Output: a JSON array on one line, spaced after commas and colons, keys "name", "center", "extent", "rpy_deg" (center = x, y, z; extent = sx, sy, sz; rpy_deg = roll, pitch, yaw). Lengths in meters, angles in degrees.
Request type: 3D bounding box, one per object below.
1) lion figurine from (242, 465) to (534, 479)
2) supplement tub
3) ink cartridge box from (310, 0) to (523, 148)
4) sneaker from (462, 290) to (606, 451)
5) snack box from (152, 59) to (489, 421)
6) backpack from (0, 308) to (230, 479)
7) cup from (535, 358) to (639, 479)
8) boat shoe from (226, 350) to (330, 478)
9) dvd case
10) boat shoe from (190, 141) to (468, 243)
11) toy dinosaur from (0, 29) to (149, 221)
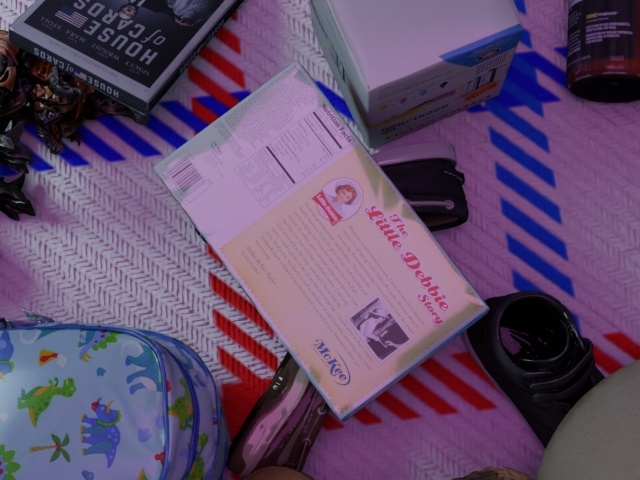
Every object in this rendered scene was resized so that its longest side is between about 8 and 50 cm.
[{"name": "lion figurine", "center": [0.023, 0.302, 1.237], "extent": [0.392, 0.142, 0.240], "rpy_deg": [12, 93, 20]}, {"name": "supplement tub", "center": [0.327, -0.259, 1.410], "extent": [0.106, 0.106, 0.197], "rpy_deg": [4, 79, 4]}, {"name": "ink cartridge box", "center": [0.095, -0.227, 1.351], "extent": [0.171, 0.232, 0.168], "rpy_deg": [-22, 80, -2]}, {"name": "sneaker", "center": [0.263, 0.167, 1.304], "extent": [0.104, 0.147, 0.296], "rpy_deg": [-42, 81, -8]}, {"name": "snack box", "center": [0.000, 0.000, 1.291], "extent": [0.187, 0.060, 0.322], "rpy_deg": [-37, 83, -2]}, {"name": "backpack", "center": [-0.269, 0.209, 1.289], "extent": [0.356, 0.273, 0.290], "rpy_deg": [3, 63, -9]}, {"name": "cup", "center": [0.382, 0.288, 1.169], "extent": [0.331, 0.237, 0.331], "rpy_deg": [-1, 102, -3]}, {"name": "boat shoe", "center": [0.003, 0.152, 1.358], "extent": [0.095, 0.095, 0.257], "rpy_deg": [33, 88, -5]}, {"name": "dvd case", "center": [-0.206, -0.261, 1.428], "extent": [0.179, 0.029, 0.238], "rpy_deg": [28, 54, 8]}, {"name": "boat shoe", "center": [0.010, -0.031, 1.376], "extent": [0.303, 0.114, 0.091], "rpy_deg": [-14, 72, 1]}, {"name": "toy dinosaur", "center": [-0.354, -0.155, 1.420], "extent": [0.322, 0.164, 0.218], "rpy_deg": [0, 65, 12]}]
